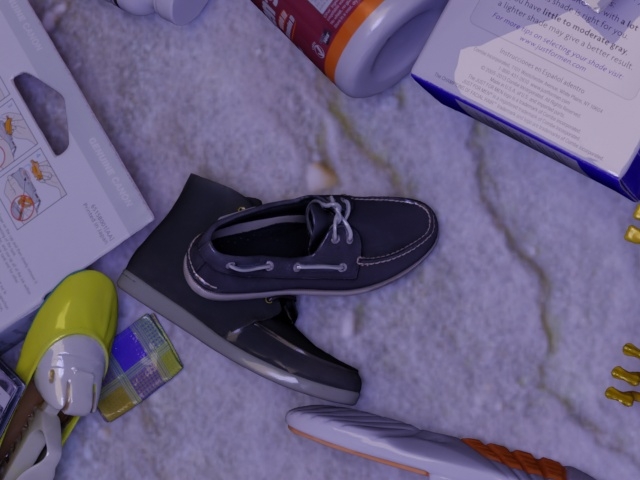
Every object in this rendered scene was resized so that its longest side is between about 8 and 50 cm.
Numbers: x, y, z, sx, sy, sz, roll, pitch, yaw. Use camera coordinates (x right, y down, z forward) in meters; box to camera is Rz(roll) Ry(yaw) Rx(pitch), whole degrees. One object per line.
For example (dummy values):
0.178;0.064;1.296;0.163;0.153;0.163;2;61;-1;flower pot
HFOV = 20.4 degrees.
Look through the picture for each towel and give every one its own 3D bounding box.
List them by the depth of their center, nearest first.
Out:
-0.157;0.104;1.454;0.083;0.009;0.060;-34;73;9;towel

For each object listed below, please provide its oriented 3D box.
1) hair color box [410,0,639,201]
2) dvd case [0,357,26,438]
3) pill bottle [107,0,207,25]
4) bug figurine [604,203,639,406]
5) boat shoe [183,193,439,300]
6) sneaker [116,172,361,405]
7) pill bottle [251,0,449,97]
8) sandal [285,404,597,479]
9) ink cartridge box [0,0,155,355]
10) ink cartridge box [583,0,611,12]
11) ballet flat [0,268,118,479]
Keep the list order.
0.233;-0.222;1.336;0.185;0.110;0.339;30;92;19;hair color box
-0.334;0.155;1.445;0.164;0.018;0.221;41;114;28;dvd case
-0.163;-0.239;1.467;0.152;0.086;0.086;30;91;18;pill bottle
0.335;0.076;1.278;0.279;0.072;0.216;29;97;14;bug figurine
0.000;0.000;1.351;0.206;0.065;0.075;-10;67;-17;boat shoe
-0.046;0.036;1.393;0.222;0.083;0.118;29;89;19;sneaker
-0.007;-0.225;1.400;0.121;0.121;0.221;-46;72;6;pill bottle
0.096;0.188;1.323;0.265;0.102;0.076;15;97;17;sandal
-0.287;-0.056;1.491;0.239;0.060;0.275;-34;74;9;ink cartridge box
0.179;-0.296;1.269;0.181;0.056;0.224;-45;86;3;ink cartridge box
-0.216;0.136;1.419;0.231;0.077;0.077;-60;36;12;ballet flat
